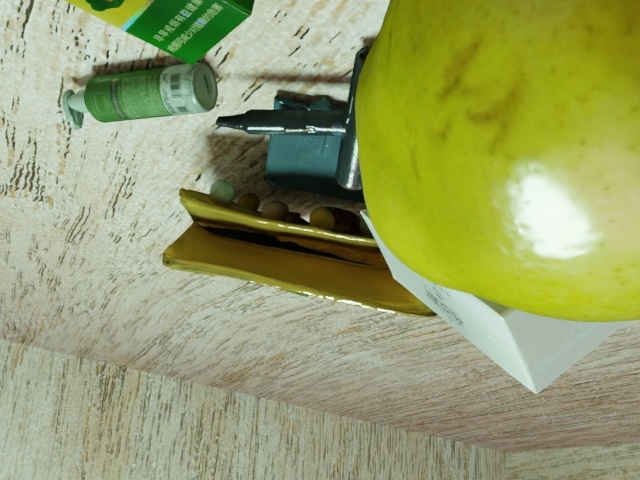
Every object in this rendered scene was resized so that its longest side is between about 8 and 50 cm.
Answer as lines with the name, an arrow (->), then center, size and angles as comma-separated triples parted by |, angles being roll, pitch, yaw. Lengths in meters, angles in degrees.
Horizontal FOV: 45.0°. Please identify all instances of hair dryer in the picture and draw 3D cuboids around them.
hair dryer -> -0.023, -0.152, 0.887 | 0.195, 0.050, 0.173 | 12, 131, 0

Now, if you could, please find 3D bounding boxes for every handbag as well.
handbag -> 0.000, 0.000, 1.125 | 0.401, 0.133, 0.283 | 10, -176, 10
handbag -> 0.044, -0.114, 1.009 | 0.229, 0.062, 0.179 | 10, 158, -5

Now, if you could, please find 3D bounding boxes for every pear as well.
pear -> 0.215, -0.120, 0.564 | 0.362, 0.362, 0.418 | 26, 145, -37

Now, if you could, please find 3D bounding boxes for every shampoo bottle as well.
shampoo bottle -> -0.229, -0.176, 0.949 | 0.205, 0.065, 0.065 | -2, 156, 23

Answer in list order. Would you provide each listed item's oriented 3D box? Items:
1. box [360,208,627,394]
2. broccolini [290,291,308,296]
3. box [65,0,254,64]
box -> 0.205, 0.002, 0.829 | 0.274, 0.203, 0.116 | 43, 165, 56
broccolini -> -0.098, 0.040, 1.437 | 0.271, 0.062, 0.123 | 33, 162, -37
box -> -0.197, -0.262, 0.766 | 0.235, 0.034, 0.132 | 22, 155, -31
